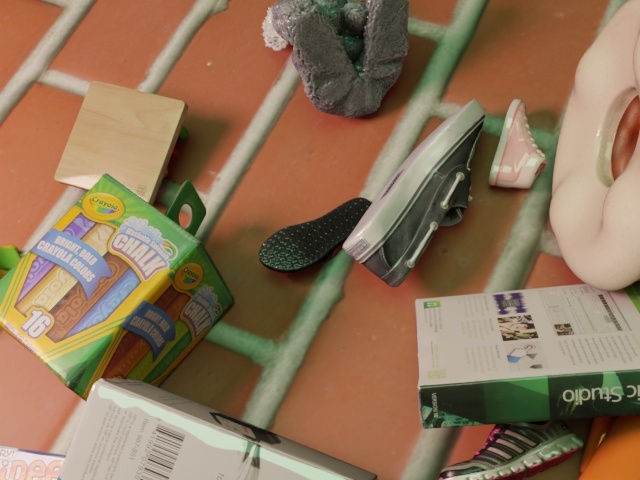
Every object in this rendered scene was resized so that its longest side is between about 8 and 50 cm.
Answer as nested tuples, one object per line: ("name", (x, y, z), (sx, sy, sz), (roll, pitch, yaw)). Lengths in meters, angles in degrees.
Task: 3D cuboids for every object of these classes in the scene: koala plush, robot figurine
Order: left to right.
("koala plush", (0.011, -0.306, 1.265), (0.196, 0.203, 0.221), (-21, 38, -12))
("robot figurine", (0.357, 0.239, 0.906), (0.128, 0.158, 0.219), (39, 73, 4))

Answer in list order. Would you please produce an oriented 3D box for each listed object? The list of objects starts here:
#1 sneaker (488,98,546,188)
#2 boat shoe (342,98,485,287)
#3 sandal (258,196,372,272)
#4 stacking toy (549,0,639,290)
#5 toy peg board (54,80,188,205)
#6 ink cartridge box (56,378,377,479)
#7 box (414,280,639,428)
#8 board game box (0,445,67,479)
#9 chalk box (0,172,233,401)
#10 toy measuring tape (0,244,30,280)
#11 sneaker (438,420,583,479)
("sneaker", (0.277, -0.128, 1.167), (0.070, 0.051, 0.134), (14, 68, 16))
("boat shoe", (0.150, -0.064, 1.132), (0.102, 0.108, 0.301), (42, 59, -6))
("sandal", (0.000, 0.000, 1.160), (0.179, 0.040, 0.067), (-26, 65, -21))
("stacking toy", (0.542, -0.078, 0.995), (0.479, 0.351, 0.351), (11, 63, -4))
("toy peg board", (-0.281, -0.134, 1.271), (0.161, 0.079, 0.161), (15, 80, 18))
("ink cartridge box", (-0.120, 0.303, 0.906), (0.307, 0.129, 0.223), (19, 84, 11))
("box", (0.267, 0.118, 0.952), (0.321, 0.059, 0.232), (-7, 18, 8))
("board game box", (-0.353, 0.327, 1.042), (0.201, 0.035, 0.136), (4, 62, 13))
("chalk box", (-0.239, 0.054, 1.089), (0.179, 0.180, 0.289), (35, 74, 25))
("toy measuring tape", (-0.444, 0.017, 1.186), (0.330, 0.121, 0.121), (-33, 61, -9))
("sneaker", (0.207, 0.234, 0.974), (0.170, 0.063, 0.075), (-19, 60, -6))
